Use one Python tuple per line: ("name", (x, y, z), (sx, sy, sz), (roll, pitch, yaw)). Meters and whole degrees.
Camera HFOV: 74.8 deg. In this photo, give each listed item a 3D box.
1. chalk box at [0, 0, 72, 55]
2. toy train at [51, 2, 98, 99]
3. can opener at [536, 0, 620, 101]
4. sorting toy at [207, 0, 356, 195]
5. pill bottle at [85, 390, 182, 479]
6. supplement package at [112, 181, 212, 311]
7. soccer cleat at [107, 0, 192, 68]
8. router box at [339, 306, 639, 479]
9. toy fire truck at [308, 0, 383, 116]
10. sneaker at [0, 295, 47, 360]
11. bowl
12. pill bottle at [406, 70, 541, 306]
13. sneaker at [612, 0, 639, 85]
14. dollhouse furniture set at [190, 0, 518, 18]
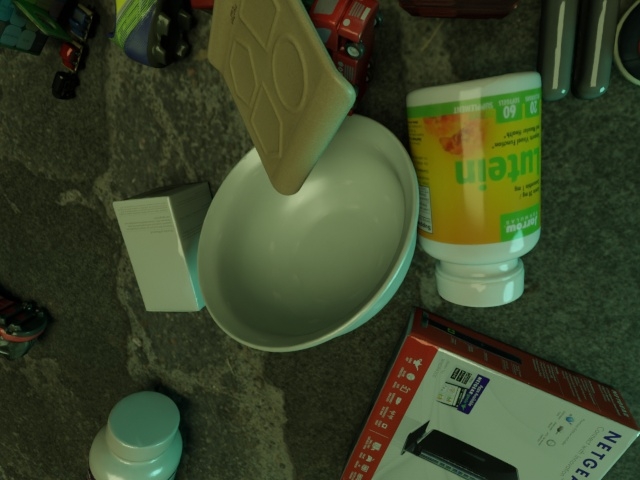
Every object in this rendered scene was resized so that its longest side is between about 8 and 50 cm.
("chalk box", (-0.426, -0.339, 0.538), (0.213, 0.132, 0.132), (33, 101, -10))
("toy train", (-0.377, -0.284, 0.637), (0.027, 0.036, 0.158), (38, 116, 2))
("can opener", (0.255, -0.279, 0.397), (0.074, 0.093, 0.280), (2, 110, 13))
("sorting toy", (-0.049, -0.174, 0.433), (0.208, 0.038, 0.193), (61, 152, 10))
("pill bottle", (-0.373, 0.452, 0.836), (0.169, 0.169, 0.301), (25, 115, 8))
("supplement package", (-0.225, 0.009, 0.658), (0.105, 0.105, 0.179), (-4, 108, 19))
("soccer cleat", (-0.211, -0.360, 0.505), (0.121, 0.093, 0.289), (26, 125, 4))
("router box", (0.219, 0.306, 0.632), (0.301, 0.082, 0.335), (21, 115, 10))
("toy fire truck", (-0.010, -0.202, 0.466), (0.135, 0.192, 0.047), (26, 78, 8))
("sneaker", (-0.711, 0.155, 0.878), (0.276, 0.097, 0.135), (30, 114, 4))
("bowl", (0.000, 0.000, 0.531), (0.298, 0.134, 0.297), (-14, 61, 27))
("pill bottle", (0.177, -0.055, 0.482), (0.136, 0.136, 0.245), (-3, 109, 19))
("sneaker", (0.435, -0.242, 0.320), (0.350, 0.148, 0.131), (-34, 96, 26))
("dollhouse furniture set", (0.023, -0.340, 0.418), (0.374, 0.152, 0.201), (9, 112, 15))
